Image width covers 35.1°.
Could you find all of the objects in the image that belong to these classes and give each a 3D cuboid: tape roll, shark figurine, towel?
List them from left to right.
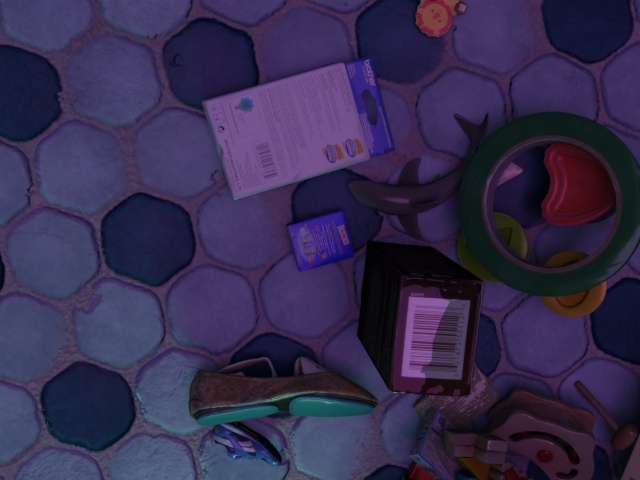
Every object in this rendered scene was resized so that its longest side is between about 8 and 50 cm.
[{"bbox_3d":[0.211,-0.102,1.825,0.278,0.116,0.166,-32,101,2],"label":"shark figurine"},{"bbox_3d":[0.259,0.305,1.926,0.148,0.027,0.110,-40,98,1],"label":"towel"},{"bbox_3d":[0.407,-0.062,1.773,0.321,0.077,0.321,0,91,20],"label":"tape roll"}]

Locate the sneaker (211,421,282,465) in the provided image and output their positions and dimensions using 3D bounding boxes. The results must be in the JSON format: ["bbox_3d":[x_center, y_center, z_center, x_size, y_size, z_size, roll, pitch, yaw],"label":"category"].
[{"bbox_3d":[-0.139,0.386,1.892,0.144,0.053,0.059,32,93,0],"label":"sneaker"}]

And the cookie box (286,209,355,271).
[{"bbox_3d":[0.000,0.000,1.855,0.107,0.040,0.092,-15,98,-2],"label":"cookie box"}]

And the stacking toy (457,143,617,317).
[{"bbox_3d":[0.416,-0.030,1.880,0.279,0.130,0.309,13,94,20],"label":"stacking toy"}]

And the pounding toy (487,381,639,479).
[{"bbox_3d":[0.451,0.365,1.930,0.269,0.155,0.154,19,124,2],"label":"pounding toy"}]

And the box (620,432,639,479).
[{"bbox_3d":[0.698,0.406,1.869,0.213,0.117,0.243,24,106,27],"label":"box"}]

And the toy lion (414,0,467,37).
[{"bbox_3d":[0.209,-0.421,1.822,0.096,0.034,0.100,-29,99,7],"label":"toy lion"}]

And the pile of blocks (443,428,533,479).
[{"bbox_3d":[0.351,0.484,1.833,0.362,0.112,0.149,45,77,-18],"label":"pile of blocks"}]

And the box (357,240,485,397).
[{"bbox_3d":[0.159,0.123,1.714,0.143,0.381,0.191,4,98,-8],"label":"box"}]

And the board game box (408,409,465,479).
[{"bbox_3d":[0.241,0.404,1.881,0.154,0.026,0.103,44,54,-17],"label":"board game box"}]

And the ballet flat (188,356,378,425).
[{"bbox_3d":[-0.069,0.269,1.859,0.348,0.123,0.123,-3,98,-6],"label":"ballet flat"}]

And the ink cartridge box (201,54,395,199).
[{"bbox_3d":[-0.037,-0.205,1.814,0.311,0.065,0.186,-16,99,0],"label":"ink cartridge box"}]

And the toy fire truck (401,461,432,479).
[{"bbox_3d":[0.180,0.482,1.888,0.047,0.135,0.192,27,95,-8],"label":"toy fire truck"}]
